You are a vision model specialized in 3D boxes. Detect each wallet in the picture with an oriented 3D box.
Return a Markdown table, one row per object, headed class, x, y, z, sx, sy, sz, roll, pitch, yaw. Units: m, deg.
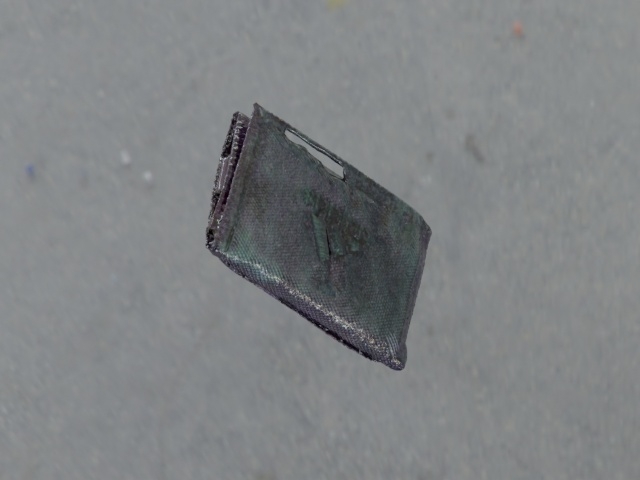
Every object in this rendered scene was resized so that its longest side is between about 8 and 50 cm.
| class | x | y | z | sx | sy | sz | roll | pitch | yaw |
| --- | --- | --- | --- | --- | --- | --- | --- | --- | --- |
| wallet | -0.001 | 0.000 | 1.187 | 0.030 | 0.166 | 0.111 | -22 | 44 | 45 |
